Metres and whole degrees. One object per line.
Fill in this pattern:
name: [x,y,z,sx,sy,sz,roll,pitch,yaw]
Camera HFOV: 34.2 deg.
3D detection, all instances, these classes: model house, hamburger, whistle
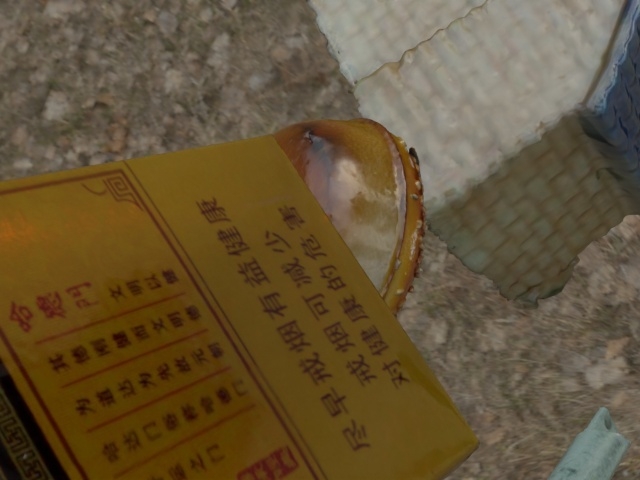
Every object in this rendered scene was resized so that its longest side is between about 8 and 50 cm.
model house: [0.271,-0.218,1.318,0.400,0.395,0.445,-37,54,16]
hamburger: [0.000,-0.004,0.914,0.237,0.147,0.236,-27,51,39]
whistle: [0.273,0.283,1.146,0.062,0.312,0.062,15,120,28]

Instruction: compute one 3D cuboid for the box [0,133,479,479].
box: [-0.114,0.094,0.547,0.116,0.415,0.264,-40,79,36]
